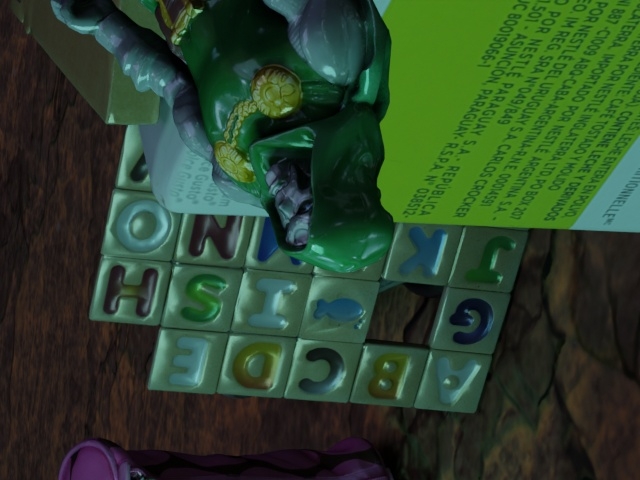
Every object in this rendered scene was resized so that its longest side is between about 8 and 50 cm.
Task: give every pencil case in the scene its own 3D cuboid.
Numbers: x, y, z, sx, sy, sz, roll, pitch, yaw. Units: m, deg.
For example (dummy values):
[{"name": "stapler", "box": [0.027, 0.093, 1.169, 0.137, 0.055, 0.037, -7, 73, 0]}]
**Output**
[{"name": "pencil case", "box": [-0.050, 0.161, 1.208, 0.098, 0.209, 0.095, -51, 48, 45]}]

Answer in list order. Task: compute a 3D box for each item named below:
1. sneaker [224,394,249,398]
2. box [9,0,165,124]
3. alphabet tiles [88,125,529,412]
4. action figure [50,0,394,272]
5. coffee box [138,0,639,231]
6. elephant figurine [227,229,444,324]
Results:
[{"name": "sneaker", "box": [-0.041, -0.028, 1.354, 0.129, 0.111, 0.297, -124, 34, -62]}, {"name": "box", "box": [-0.074, -0.157, 0.681, 0.164, 0.021, 0.201, -134, 50, -62]}, {"name": "alphabet tiles", "box": [0.000, 0.000, 1.067, 0.009, 0.237, 0.198, -119, 38, -59]}, {"name": "action figure", "box": [-0.037, -0.087, 0.544, 0.232, 0.063, 0.137, 61, 143, 26]}, {"name": "coffee box", "box": [0.118, -0.230, 0.686, 0.338, 0.334, 0.338, 118, 147, -49]}, {"name": "elephant figurine", "box": [0.014, -0.020, 1.188, 0.186, 0.239, 0.169, 22, 92, 40]}]
